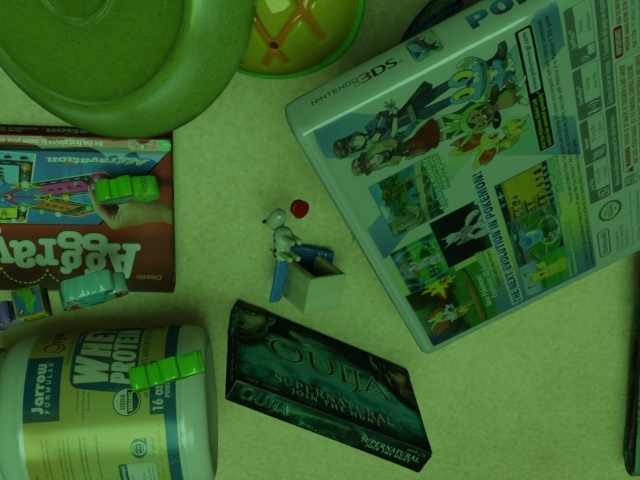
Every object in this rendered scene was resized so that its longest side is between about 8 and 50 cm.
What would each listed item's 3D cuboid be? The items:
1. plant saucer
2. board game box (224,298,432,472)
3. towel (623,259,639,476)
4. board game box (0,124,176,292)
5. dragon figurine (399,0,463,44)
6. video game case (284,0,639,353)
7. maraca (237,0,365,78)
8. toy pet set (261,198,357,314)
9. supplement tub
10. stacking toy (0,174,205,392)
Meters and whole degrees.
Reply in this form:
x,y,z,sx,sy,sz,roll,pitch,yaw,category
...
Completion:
x,y,z,sx,sy,sz,roll,pitch,yaw,category
-0.159,-0.182,0.574,0.241,0.037,0.241,8,113,20,plant saucer
0.005,0.126,0.751,0.186,0.126,0.026,24,113,-17,board game box
0.484,0.104,0.834,0.370,0.040,0.271,-10,118,-2,towel
-0.264,-0.025,0.707,0.281,0.027,0.145,1,118,-5,board game box
0.113,-0.138,0.650,0.144,0.085,0.289,24,114,-16,dragon figurine
0.166,-0.057,0.618,0.300,0.036,0.329,-27,144,5,video game case
-0.059,-0.182,0.609,0.185,0.099,0.127,10,114,9,maraca
0.000,0.000,0.732,0.122,0.065,0.114,-7,119,-37,toy pet set
-0.194,0.150,0.735,0.199,0.144,0.144,-4,117,-4,supplement tub
-0.214,0.051,0.660,0.221,0.052,0.167,-14,78,-4,stacking toy
